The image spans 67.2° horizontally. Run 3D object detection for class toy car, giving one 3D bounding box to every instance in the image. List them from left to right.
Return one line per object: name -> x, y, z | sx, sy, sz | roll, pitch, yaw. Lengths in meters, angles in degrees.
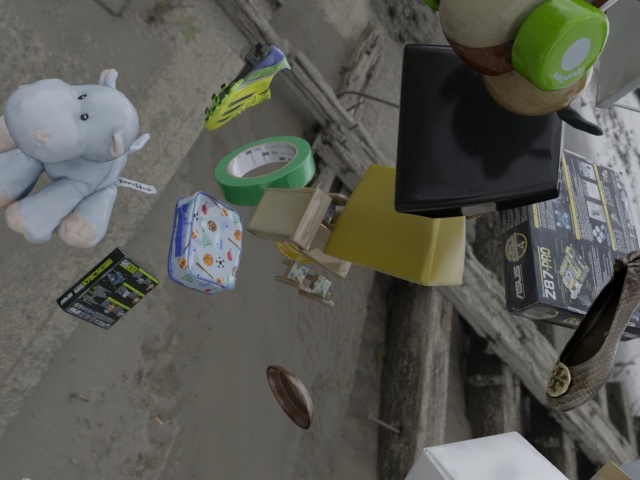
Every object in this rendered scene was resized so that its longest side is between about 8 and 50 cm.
toy car -> 0.182, -0.158, 0.376 | 0.188, 0.149, 0.155 | 38, 18, -51

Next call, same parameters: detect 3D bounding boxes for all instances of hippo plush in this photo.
hippo plush -> -0.373, -0.123, 0.758 | 0.294, 0.236, 0.235 | -2, 76, -37

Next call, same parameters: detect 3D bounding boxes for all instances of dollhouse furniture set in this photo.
dollhouse furniture set -> 0.000, 0.000, 0.974 | 0.242, 0.161, 0.212 | 35, 74, -38

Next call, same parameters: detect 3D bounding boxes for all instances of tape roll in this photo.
tape roll -> -0.179, -0.231, 1.562 | 0.321, 0.321, 0.077 | -59, 144, -44

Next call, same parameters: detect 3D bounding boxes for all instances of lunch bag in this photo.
lunch bag -> -0.362, 0.004, 1.507 | 0.243, 0.114, 0.304 | 29, 53, -50

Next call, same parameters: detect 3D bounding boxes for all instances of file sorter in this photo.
file sorter -> 0.609, -0.365, 0.797 | 0.172, 0.193, 0.278 | 15, 77, -2

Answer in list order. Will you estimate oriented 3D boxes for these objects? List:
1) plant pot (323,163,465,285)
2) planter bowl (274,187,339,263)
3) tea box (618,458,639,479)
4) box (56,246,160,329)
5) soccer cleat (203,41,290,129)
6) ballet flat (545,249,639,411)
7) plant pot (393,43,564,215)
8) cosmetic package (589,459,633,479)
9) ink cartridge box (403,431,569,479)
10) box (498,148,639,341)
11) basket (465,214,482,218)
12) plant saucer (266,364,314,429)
plant pot -> 0.164, -0.033, 0.923 | 0.212, 0.212, 0.187 | 9, 97, -57
planter bowl -> -0.032, -0.046, 1.400 | 0.217, 0.217, 0.090 | 67, 21, 0
tea box -> 0.855, 0.566, 0.957 | 0.220, 0.328, 0.324 | 34, 32, -47
box -> -0.514, 0.124, 1.191 | 0.045, 0.191, 0.184 | 39, 78, 21
soccer cleat -> -0.196, -0.392, 1.290 | 0.121, 0.289, 0.093 | 36, 13, -37
ballet flat -> 0.374, 0.116, 0.648 | 0.058, 0.084, 0.250 | 36, 89, -9
plant pot -> 0.201, -0.120, 0.578 | 0.188, 0.166, 0.188 | 0, 94, -64
cosmetic package -> 0.520, 0.436, 0.815 | 0.041, 0.060, 0.115 | 42, 2, -11
ink cartridge box -> 0.172, 0.396, 0.616 | 0.207, 0.283, 0.117 | 10, 23, -36
box -> 0.537, -0.009, 1.030 | 0.318, 0.097, 0.395 | 15, 62, -20
basket -> 0.348, -0.197, 1.048 | 0.222, 0.299, 0.213 | -3, 33, -40
plant saucer -> -0.076, 0.417, 1.308 | 0.036, 0.198, 0.199 | -27, 94, -30
